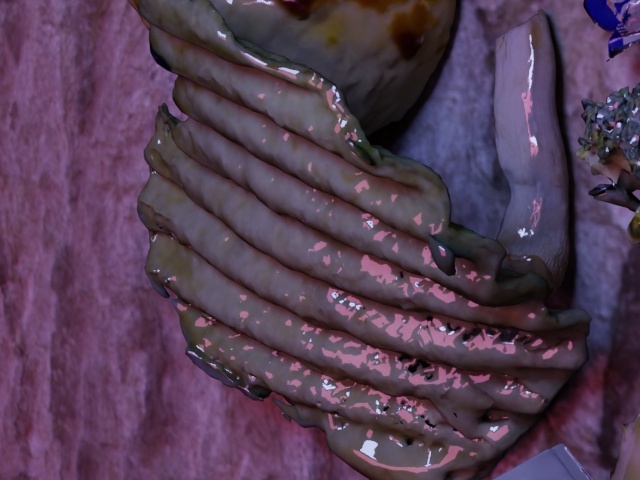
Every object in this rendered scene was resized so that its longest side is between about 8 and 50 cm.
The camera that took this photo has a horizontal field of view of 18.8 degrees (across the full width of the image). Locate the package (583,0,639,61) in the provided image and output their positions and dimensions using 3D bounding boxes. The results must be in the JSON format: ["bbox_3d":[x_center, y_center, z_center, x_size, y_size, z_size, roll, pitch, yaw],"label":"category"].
[{"bbox_3d":[0.223,-0.163,1.259,0.111,0.033,0.077,-32,50,28],"label":"package"}]

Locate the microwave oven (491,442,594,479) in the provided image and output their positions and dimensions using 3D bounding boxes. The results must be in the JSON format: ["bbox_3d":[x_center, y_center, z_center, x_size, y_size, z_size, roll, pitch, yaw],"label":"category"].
[{"bbox_3d":[0.121,0.258,1.291,0.122,0.162,0.208,52,154,25],"label":"microwave oven"}]

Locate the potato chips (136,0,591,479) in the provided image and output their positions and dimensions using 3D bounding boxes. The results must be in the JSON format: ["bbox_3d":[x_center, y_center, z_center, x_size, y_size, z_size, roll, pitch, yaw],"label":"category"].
[{"bbox_3d":[0.005,0.006,1.365,0.389,0.097,0.373,37,149,15],"label":"potato chips"}]

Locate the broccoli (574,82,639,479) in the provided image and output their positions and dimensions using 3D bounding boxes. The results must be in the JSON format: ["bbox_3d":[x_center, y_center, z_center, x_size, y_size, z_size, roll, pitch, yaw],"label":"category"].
[{"bbox_3d":[0.274,0.077,1.135,0.252,0.221,0.361,10,129,28],"label":"broccoli"}]

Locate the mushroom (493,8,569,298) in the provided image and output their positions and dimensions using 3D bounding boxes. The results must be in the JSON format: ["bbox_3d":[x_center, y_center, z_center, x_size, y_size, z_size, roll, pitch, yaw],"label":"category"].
[{"bbox_3d":[0.143,-0.060,1.342,0.059,0.054,0.202,2,93,46],"label":"mushroom"}]

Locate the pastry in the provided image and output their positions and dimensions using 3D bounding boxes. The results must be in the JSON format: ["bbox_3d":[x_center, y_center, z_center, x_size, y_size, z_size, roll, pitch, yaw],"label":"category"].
[{"bbox_3d":[-0.034,-0.200,1.410,0.256,0.170,0.236,49,129,22],"label":"pastry"}]
